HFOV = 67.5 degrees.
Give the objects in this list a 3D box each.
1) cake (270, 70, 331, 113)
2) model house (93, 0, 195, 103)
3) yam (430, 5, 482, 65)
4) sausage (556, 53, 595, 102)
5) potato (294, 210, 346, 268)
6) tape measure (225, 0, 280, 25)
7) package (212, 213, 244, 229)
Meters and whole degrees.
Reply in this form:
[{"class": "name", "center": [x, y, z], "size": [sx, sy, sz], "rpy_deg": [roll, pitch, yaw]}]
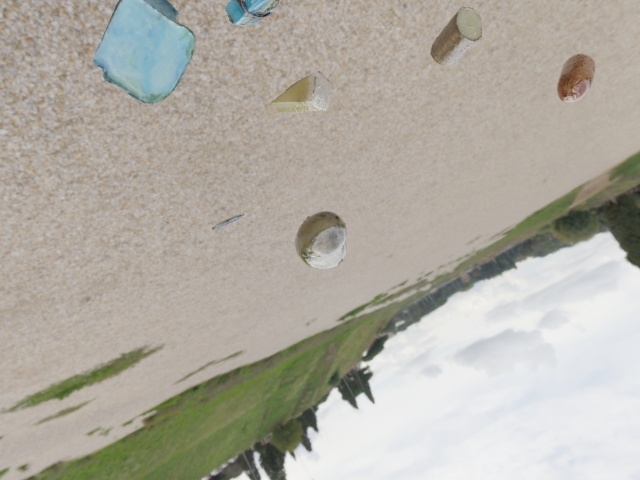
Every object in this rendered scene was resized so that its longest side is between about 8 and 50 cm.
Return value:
[{"class": "cake", "center": [-0.041, -0.254, 0.878], "size": [0.121, 0.065, 0.052], "rpy_deg": [-18, 156, 35]}, {"class": "model house", "center": [-0.514, -0.586, 1.417], "size": [0.226, 0.241, 0.261], "rpy_deg": [25, 119, -33]}, {"class": "yam", "center": [0.514, -0.762, 1.817], "size": [0.129, 0.128, 0.238], "rpy_deg": [-54, -176, -12]}, {"class": "sausage", "center": [0.599, -0.382, 1.123], "size": [0.076, 0.076, 0.197], "rpy_deg": [-41, -174, 46]}, {"class": "potato", "center": [0.000, 0.000, 1.487], "size": [0.165, 0.165, 0.262], "rpy_deg": [-28, 158, -9]}, {"class": "tape measure", "center": [-0.168, -0.623, 1.254], "size": [0.125, 0.081, 0.146], "rpy_deg": [-31, -173, 33]}, {"class": "package", "center": [-0.286, -0.059, 1.491], "size": [0.110, 0.015, 0.037], "rpy_deg": [-24, -163, -8]}]
